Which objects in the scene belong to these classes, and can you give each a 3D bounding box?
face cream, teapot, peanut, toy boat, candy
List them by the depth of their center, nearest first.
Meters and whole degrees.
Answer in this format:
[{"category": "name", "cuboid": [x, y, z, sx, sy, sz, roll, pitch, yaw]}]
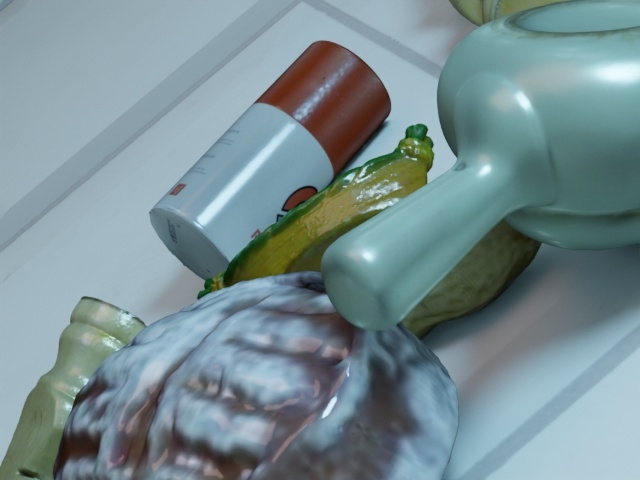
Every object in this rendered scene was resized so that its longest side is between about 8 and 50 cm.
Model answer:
[{"category": "teapot", "cuboid": [0.129, -0.058, 1.178, 0.318, 0.149, 0.220, -12, 17, -13]}, {"category": "candy", "cuboid": [-0.049, 0.122, 1.194, 0.289, 0.157, 0.214, -12, 42, 50]}, {"category": "peanut", "cuboid": [0.075, 0.024, 1.295, 0.187, 0.082, 0.082, -31, 24, 18]}, {"category": "toy boat", "cuboid": [0.000, 0.000, 1.432, 0.229, 0.089, 0.088, -37, 36, 13]}, {"category": "face cream", "cuboid": [-0.040, -0.066, 1.608, 0.214, 0.096, 0.096, -48, 24, -21]}]

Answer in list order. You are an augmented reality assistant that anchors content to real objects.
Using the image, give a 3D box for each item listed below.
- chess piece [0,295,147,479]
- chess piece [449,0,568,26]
[{"category": "chess piece", "cuboid": [-0.201, 0.150, 1.492, 0.090, 0.090, 0.200, 1, 56, 57]}, {"category": "chess piece", "cuboid": [0.154, -0.232, 1.611, 0.117, 0.117, 0.397, -37, 21, 4]}]
